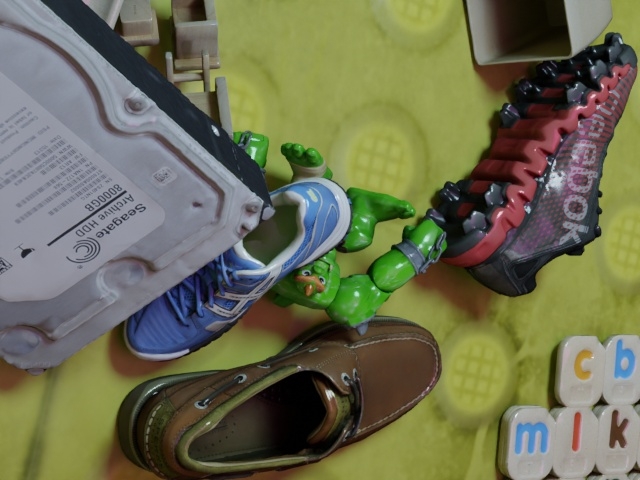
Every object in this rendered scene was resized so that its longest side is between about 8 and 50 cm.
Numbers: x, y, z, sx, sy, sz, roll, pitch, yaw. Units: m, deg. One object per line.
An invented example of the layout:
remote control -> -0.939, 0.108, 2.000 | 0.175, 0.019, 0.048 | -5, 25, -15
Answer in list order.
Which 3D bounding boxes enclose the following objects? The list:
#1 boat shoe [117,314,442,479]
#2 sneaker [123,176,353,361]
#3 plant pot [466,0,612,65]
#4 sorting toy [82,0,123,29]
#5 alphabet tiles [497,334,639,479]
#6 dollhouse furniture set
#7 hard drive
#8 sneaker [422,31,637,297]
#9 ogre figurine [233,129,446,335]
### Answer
boat shoe -> -0.009, 0.140, 1.283 | 0.307, 0.104, 0.111 | -17, 103, -31
sneaker -> -0.075, 0.018, 1.200 | 0.211, 0.081, 0.080 | -39, 77, 11
plant pot -> 0.203, -0.223, 1.395 | 0.096, 0.109, 0.109 | -22, 107, -43
sorting toy -> -0.220, -0.263, 1.123 | 0.208, 0.038, 0.193 | 21, 83, -21
alphabet tiles -> 0.286, 0.231, 1.536 | 0.284, 0.021, 0.278 | 2, 94, -33
dollhouse furniture set -> -0.165, -0.104, 1.196 | 0.182, 0.101, 0.161 | -4, 54, -7
hard drive -> -0.218, -0.055, 1.040 | 0.237, 0.064, 0.339 | -33, 136, 14
sneaker -> 0.213, -0.062, 1.415 | 0.135, 0.097, 0.276 | 45, 72, -28
ogre figurine -> 0.000, 0.000, 1.281 | 0.197, 0.097, 0.118 | 30, 76, -32
